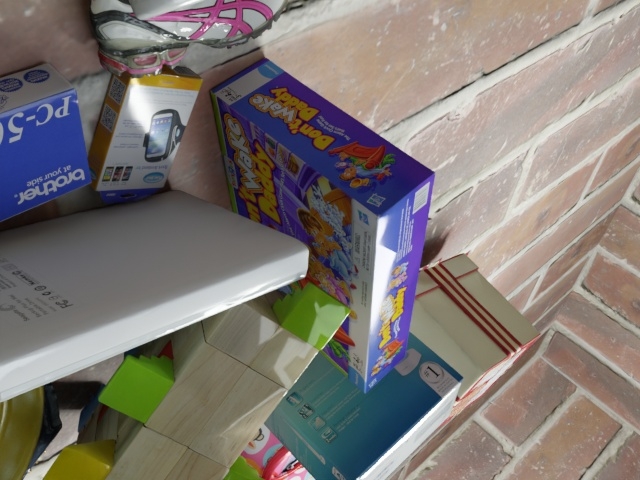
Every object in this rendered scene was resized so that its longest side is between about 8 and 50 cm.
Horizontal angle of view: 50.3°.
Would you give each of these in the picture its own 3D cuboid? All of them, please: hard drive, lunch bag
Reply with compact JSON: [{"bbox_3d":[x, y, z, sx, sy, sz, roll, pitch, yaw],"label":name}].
[{"bbox_3d":[-0.188,0.027,0.566,0.307,0.203,0.040,-20,122,-45],"label":"hard drive"},{"bbox_3d":[-0.028,0.356,1.256,0.293,0.120,0.258,-27,141,-39],"label":"lunch bag"}]

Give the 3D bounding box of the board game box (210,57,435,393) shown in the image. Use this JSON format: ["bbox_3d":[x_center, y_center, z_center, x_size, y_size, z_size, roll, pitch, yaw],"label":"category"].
[{"bbox_3d":[0.000,0.000,0.778,0.078,0.233,0.347,-37,150,-24],"label":"board game box"}]

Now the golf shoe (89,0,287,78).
[{"bbox_3d":[-0.099,-0.201,0.561,0.186,0.067,0.086,-32,146,-30],"label":"golf shoe"}]

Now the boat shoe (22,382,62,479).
[{"bbox_3d":[-0.333,0.235,0.755,0.083,0.065,0.183,-20,139,-42],"label":"boat shoe"}]

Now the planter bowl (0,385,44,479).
[{"bbox_3d":[-0.350,0.160,0.576,0.217,0.090,0.217,-35,130,-57],"label":"planter bowl"}]

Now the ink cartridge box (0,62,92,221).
[{"bbox_3d":[-0.279,-0.050,0.503,0.207,0.046,0.097,-31,147,-32],"label":"ink cartridge box"}]

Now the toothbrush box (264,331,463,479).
[{"bbox_3d":[0.015,0.191,0.972,0.216,0.295,0.126,-36,151,-27],"label":"toothbrush box"}]

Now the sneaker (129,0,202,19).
[{"bbox_3d":[-0.079,-0.249,0.489,0.217,0.079,0.121,-48,127,-41],"label":"sneaker"}]

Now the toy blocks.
[{"bbox_3d":[-0.152,0.153,0.747,0.190,0.261,0.381,34,96,-21],"label":"toy blocks"}]

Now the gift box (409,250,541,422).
[{"bbox_3d":[0.240,0.170,1.318,0.255,0.258,0.276,-14,143,-49],"label":"gift box"}]

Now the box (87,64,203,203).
[{"bbox_3d":[-0.167,-0.097,0.633,0.081,0.028,0.136,-9,134,-52],"label":"box"}]
